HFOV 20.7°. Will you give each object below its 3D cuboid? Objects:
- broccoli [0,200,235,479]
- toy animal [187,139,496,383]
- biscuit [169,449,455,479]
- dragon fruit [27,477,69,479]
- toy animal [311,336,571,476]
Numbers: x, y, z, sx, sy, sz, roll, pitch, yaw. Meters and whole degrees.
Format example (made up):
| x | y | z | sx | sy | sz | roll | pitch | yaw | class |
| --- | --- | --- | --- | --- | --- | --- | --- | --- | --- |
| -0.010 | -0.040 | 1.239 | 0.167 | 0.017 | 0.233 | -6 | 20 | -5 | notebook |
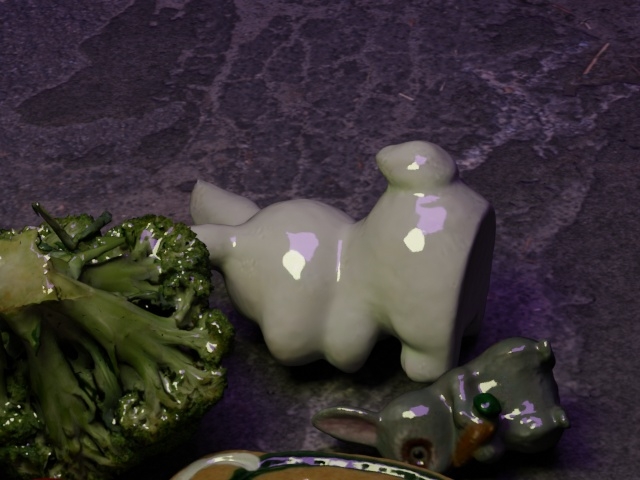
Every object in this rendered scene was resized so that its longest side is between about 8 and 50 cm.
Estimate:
| x | y | z | sx | sy | sz | roll | pitch | yaw | class |
| --- | --- | --- | --- | --- | --- | --- | --- | --- | --- |
| -0.244 | 0.082 | 1.746 | 0.321 | 0.283 | 0.304 | -19 | 60 | 10 | broccoli |
| 0.003 | 0.010 | 1.879 | 0.367 | 0.241 | 0.196 | 1 | 16 | 21 | toy animal |
| -0.008 | 0.296 | 1.619 | 0.343 | 0.057 | 0.287 | 6 | 34 | 14 | biscuit |
| -0.238 | 0.292 | 1.541 | 0.209 | 0.172 | 0.172 | 6 | 34 | 6 | dragon fruit |
| 0.123 | 0.183 | 1.753 | 0.251 | 0.127 | 0.125 | -16 | 46 | 5 | toy animal |
